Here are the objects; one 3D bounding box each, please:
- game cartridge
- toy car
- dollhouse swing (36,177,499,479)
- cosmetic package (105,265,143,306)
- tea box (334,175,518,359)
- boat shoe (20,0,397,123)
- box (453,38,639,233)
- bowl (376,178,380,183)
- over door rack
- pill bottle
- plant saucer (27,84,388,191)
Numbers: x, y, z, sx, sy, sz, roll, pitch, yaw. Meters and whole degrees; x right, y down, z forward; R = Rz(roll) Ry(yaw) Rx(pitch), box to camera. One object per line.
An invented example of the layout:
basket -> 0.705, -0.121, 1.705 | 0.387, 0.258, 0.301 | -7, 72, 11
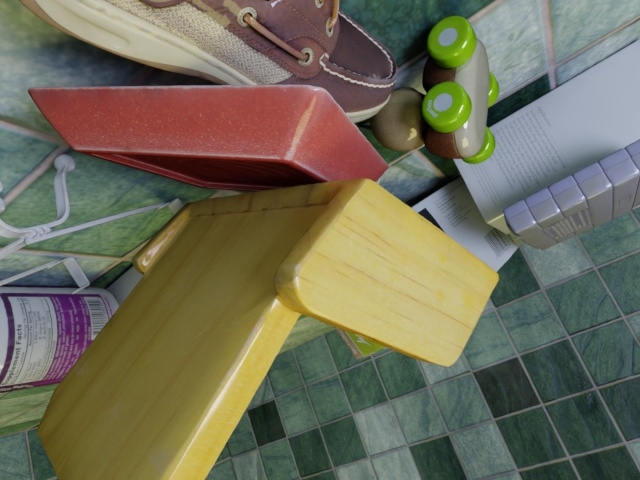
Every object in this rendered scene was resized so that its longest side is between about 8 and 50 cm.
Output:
game cartridge -> 0.466, -0.064, 0.815 | 0.230, 0.068, 0.355 | -26, 161, 27
toy car -> 0.118, -0.176, 0.595 | 0.189, 0.148, 0.155 | 2, 172, 32
dollhouse swing -> -0.059, 0.118, 0.496 | 0.315, 0.304, 0.347 | 29, 162, -36
cosmetic package -> -0.296, 0.132, 0.911 | 0.366, 0.155, 0.197 | -33, 159, 31
tea box -> 0.205, 0.063, 1.049 | 0.329, 0.220, 0.323 | -30, 173, -39
boat shoe -> -0.034, -0.185, 0.350 | 0.342, 0.123, 0.123 | 6, 150, -43
box -> 0.464, -0.169, 0.872 | 0.345, 0.168, 0.215 | -29, 160, 25
bowl -> 0.017, -0.106, 0.737 | 0.142, 0.053, 0.142 | -25, 163, 11
over door rack -> -0.349, -0.003, 0.569 | 0.240, 0.108, 0.324 | -25, 176, 14
pill bottle -> -0.492, 0.155, 0.730 | 0.169, 0.169, 0.302 | -30, 160, 24
plant saucer -> -0.083, -0.083, 0.448 | 0.259, 0.047, 0.258 | 5, 179, 18
